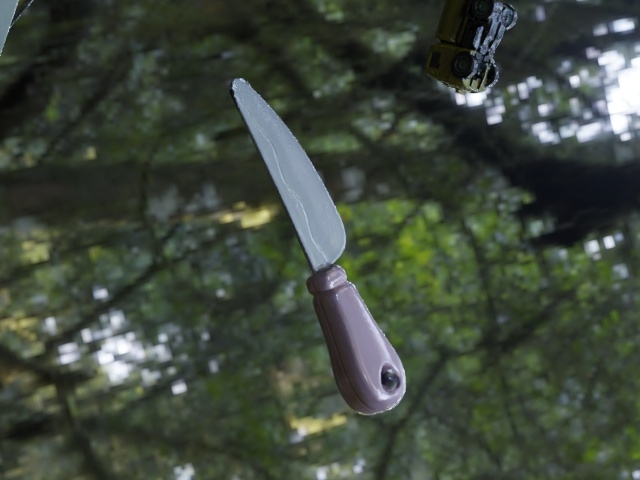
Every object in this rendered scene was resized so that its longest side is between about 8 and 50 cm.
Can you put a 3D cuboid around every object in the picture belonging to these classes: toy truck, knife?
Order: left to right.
[{"bbox_3d":[0.002,0.000,1.550,0.043,0.081,0.336,-21,-91,40],"label":"knife"},{"bbox_3d":[0.121,-0.163,1.389,0.054,0.049,0.083,20,-85,32],"label":"toy truck"}]

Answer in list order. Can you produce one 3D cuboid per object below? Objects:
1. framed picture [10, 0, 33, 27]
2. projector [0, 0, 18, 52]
[{"bbox_3d":[-0.520,-0.271,2.007,0.244,0.324,0.013,40,-11,-13],"label":"framed picture"},{"bbox_3d":[-0.406,-0.211,1.689,0.079,0.257,0.259,49,31,-35],"label":"projector"}]
